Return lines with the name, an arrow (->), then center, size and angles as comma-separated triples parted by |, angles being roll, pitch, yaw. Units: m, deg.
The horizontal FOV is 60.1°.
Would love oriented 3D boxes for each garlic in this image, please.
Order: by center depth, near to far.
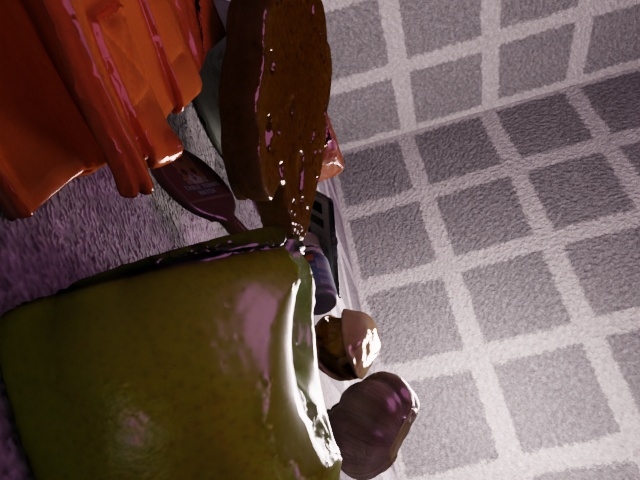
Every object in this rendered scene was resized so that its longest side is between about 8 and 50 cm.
garlic -> 0.097, 0.367, 1.117 | 0.152, 0.228, 0.228 | 26, -27, 35

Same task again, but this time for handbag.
handbag -> -0.187, -0.232, 0.428 | 0.410, 0.116, 0.303 | -93, 169, -57

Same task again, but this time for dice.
dice -> -0.049, -0.222, 1.233 | 0.175, 0.174, 0.179 | 33, 43, -78

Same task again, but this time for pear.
pear -> -0.068, 0.133, 0.413 | 0.292, 0.159, 0.292 | -12, 90, -83

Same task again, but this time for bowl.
bowl -> -0.117, -0.285, 0.946 | 0.313, 0.146, 0.313 | -14, 90, -84

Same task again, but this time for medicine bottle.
medicine bottle -> -0.018, 0.068, 1.229 | 0.203, 0.083, 0.083 | -104, 175, -49

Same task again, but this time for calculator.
calculator -> 0.000, 0.000, 1.323 | 0.161, 0.021, 0.261 | -144, -136, -58

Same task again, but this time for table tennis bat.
table tennis bat -> -0.154, -0.011, 0.630 | 0.170, 0.119, 0.107 | 47, 23, 4

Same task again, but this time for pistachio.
pistachio -> 0.050, 0.226, 1.172 | 0.229, 0.157, 0.157 | 1, 74, -76

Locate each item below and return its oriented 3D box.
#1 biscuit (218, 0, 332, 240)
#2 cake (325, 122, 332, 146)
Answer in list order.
biscuit -> -0.051, -0.182, 0.773 | 0.359, 0.074, 0.381 | -32, 129, -70
cake -> -0.041, -0.143, 1.091 | 0.086, 0.117, 0.220 | -99, -167, -88
